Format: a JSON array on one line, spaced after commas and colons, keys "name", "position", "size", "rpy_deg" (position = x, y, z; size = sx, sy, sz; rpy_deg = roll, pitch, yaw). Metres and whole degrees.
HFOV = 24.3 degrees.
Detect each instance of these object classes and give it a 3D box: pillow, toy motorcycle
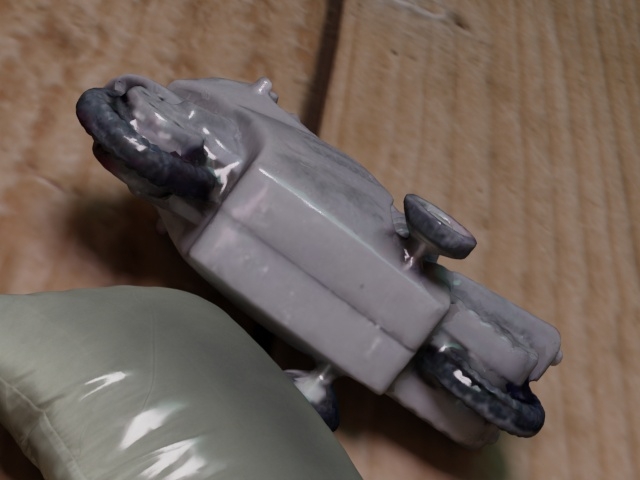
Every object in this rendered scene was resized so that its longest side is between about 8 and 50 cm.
[{"name": "pillow", "position": [-0.042, 0.103, 0.555], "size": [0.144, 0.078, 0.254], "rpy_deg": [1, 41, -46]}, {"name": "toy motorcycle", "position": [0.000, 0.000, 0.722], "size": [0.260, 0.110, 0.171], "rpy_deg": [35, 12, -6]}]
